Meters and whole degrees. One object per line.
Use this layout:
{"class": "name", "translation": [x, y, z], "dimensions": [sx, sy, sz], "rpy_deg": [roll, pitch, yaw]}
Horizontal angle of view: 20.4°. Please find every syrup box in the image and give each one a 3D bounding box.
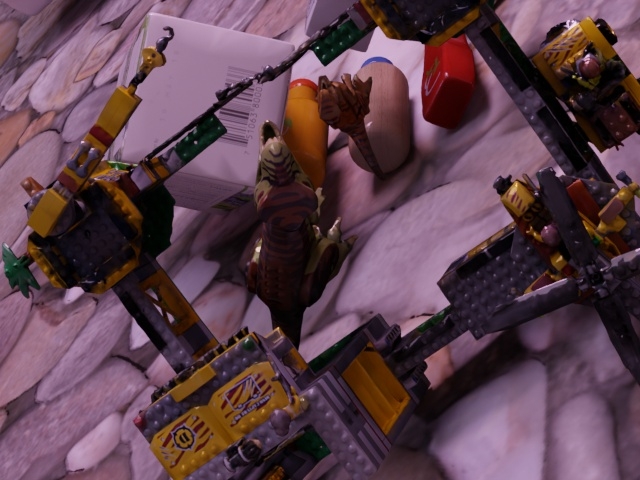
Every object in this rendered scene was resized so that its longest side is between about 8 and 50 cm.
{"class": "syrup box", "translation": [-0.086, -0.076, 1.164], "dimensions": [0.237, 0.096, 0.093], "rpy_deg": [162, 119, -80]}

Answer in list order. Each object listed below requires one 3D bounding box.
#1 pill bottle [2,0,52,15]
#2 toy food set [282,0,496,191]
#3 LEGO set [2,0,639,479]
{"class": "pill bottle", "translation": [-0.211, -0.429, 1.812], "dimensions": [0.407, 0.229, 0.229], "rpy_deg": [-42, 26, 12]}
{"class": "toy food set", "translation": [0.043, -0.136, 1.118], "dimensions": [0.104, 0.111, 0.232], "rpy_deg": [-87, 14, -53]}
{"class": "LEGO set", "translation": [0.000, 0.000, 0.841], "dimensions": [0.331, 0.255, 0.192], "rpy_deg": [-28, 3, 15]}
